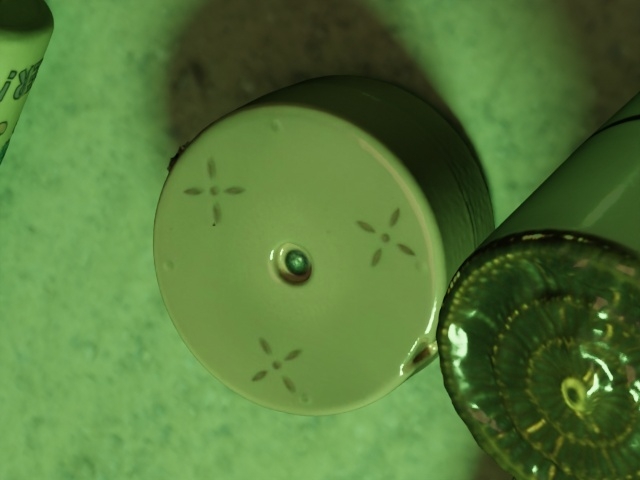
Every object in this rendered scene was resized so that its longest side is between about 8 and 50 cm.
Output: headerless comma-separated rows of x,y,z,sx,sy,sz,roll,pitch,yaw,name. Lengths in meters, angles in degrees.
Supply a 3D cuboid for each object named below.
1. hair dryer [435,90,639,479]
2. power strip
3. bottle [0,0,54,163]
0.120,0.094,0.785,0.128,0.203,0.362,32,133,17,hair dryer
0.000,0.000,0.851,0.154,0.078,0.154,8,108,25,power strip
-0.208,-0.036,0.926,0.110,0.097,0.209,24,115,-2,bottle
